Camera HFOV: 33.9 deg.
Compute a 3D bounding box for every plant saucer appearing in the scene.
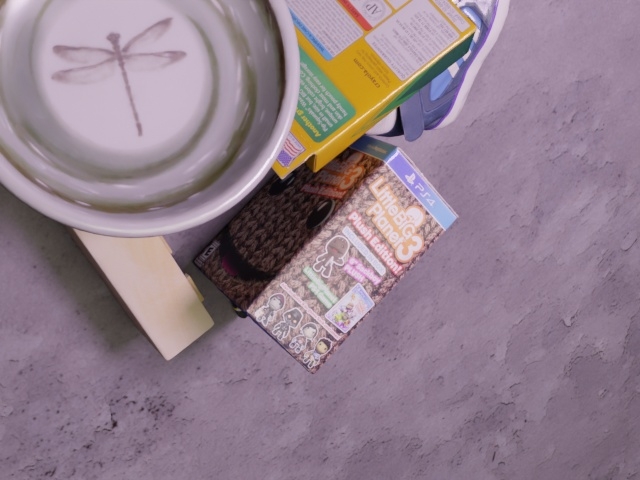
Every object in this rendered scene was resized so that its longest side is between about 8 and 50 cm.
[{"bbox_3d":[-0.225,-0.199,1.211,0.400,0.100,0.401,1,86,-19],"label":"plant saucer"}]

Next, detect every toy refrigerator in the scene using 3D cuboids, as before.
[{"bbox_3d":[-0.246,0.026,1.387,0.094,0.102,0.269,-38,131,-14],"label":"toy refrigerator"}]

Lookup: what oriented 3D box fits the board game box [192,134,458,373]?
[{"bbox_3d":[0.000,0.000,1.452,0.291,0.232,0.141,-47,118,-6],"label":"board game box"}]

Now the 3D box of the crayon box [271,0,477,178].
[{"bbox_3d":[0.012,-0.237,1.357,0.323,0.203,0.083,-38,170,-10],"label":"crayon box"}]

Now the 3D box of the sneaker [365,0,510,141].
[{"bbox_3d":[0.124,-0.295,1.465,0.236,0.130,0.323,-5,123,-40],"label":"sneaker"}]

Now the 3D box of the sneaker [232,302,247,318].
[{"bbox_3d":[-0.095,0.088,1.589,0.083,0.031,0.035,-26,139,-16],"label":"sneaker"}]
